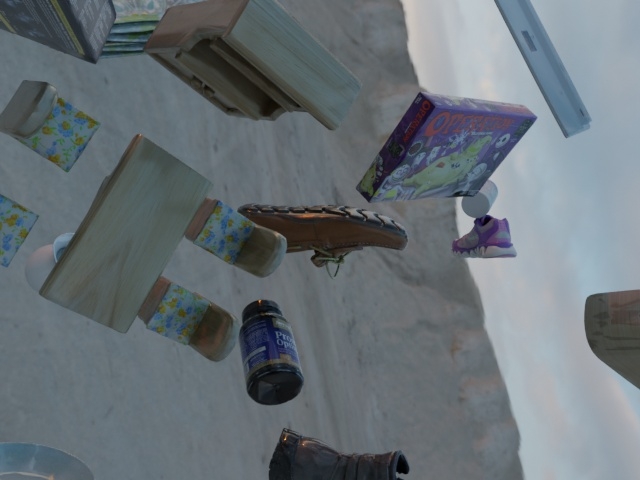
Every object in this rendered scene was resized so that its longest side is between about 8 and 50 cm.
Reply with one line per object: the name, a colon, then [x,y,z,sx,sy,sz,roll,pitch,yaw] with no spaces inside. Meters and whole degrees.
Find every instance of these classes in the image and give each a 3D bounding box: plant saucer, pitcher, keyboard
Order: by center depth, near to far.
keyboard: [0.260,-0.245,0.817,0.014,0.072,0.256,-31,-96,52]
plant saucer: [-0.426,0.352,0.953,0.195,0.195,0.037,-89,-164,-84]
pitcher: [-0.635,0.087,1.641,0.125,0.207,0.178,-33,99,-45]

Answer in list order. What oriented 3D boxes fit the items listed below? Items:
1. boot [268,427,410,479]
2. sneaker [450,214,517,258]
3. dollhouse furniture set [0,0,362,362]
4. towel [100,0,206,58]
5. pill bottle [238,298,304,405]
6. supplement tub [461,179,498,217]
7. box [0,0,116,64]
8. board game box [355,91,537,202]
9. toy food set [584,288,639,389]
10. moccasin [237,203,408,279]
boot: [0.038,0.459,1.113,0.118,0.222,0.338,-68,161,-44]
sneaker: [0.388,-0.009,1.588,0.236,0.095,0.104,173,-86,-75]
dollhouse furniture set: [-0.169,-0.075,0.791,0.362,0.394,0.256,35,-10,-36]
towel: [-0.392,-0.538,1.410,0.374,0.320,0.090,63,-28,26]
pill bottle: [-0.113,0.236,1.440,0.219,0.123,0.123,-108,-177,-48]
supplement tub: [0.381,-0.102,1.583,0.107,0.071,0.071,-42,124,-56]
box: [-0.425,-0.360,0.753,0.395,0.318,0.097,144,-33,-80]
board game box: [0.237,-0.162,1.199,0.056,0.347,0.208,48,-54,29]
toy food set: [0.485,0.142,0.759,0.220,0.306,0.092,-16,-135,58]
moccasin: [0.000,0.001,1.451,0.139,0.380,0.147,-108,-161,-77]
